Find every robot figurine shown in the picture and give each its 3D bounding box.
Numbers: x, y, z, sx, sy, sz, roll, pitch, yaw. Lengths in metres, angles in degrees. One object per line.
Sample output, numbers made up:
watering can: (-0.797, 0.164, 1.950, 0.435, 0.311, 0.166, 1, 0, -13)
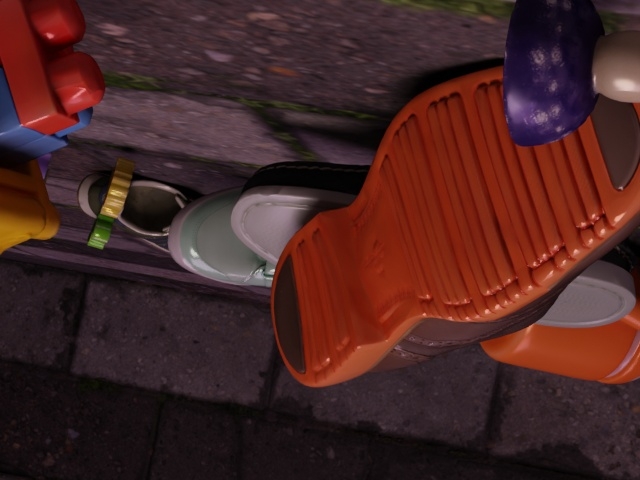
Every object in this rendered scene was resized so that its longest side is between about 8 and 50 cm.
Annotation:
robot figurine: (0.229, 0.062, 1.159, 0.219, 0.128, 0.158, 13, 135, -19)

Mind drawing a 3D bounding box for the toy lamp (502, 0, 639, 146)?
toy lamp: (0.207, -0.054, 0.461, 0.275, 0.080, 0.080, 7, 172, 24)

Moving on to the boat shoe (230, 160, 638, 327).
boat shoe: (0.085, -0.012, 0.923, 0.302, 0.091, 0.114, 15, 147, -16)

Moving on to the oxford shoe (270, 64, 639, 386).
oxford shoe: (0.099, -0.008, 0.747, 0.133, 0.130, 0.364, -4, 165, -29)

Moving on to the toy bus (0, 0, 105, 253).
toy bus: (-0.210, -0.080, 0.600, 0.211, 0.220, 0.149, -24, 172, 10)

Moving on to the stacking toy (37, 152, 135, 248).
stacking toy: (-0.271, -0.042, 1.186, 0.167, 0.052, 0.221, 17, 159, -12)

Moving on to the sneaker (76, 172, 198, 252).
sneaker: (-0.154, -0.021, 1.326, 0.192, 0.064, 0.086, 19, 174, -34)

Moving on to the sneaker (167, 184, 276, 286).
sneaker: (0.000, 0.000, 1.133, 0.256, 0.094, 0.151, 3, -178, -19)
